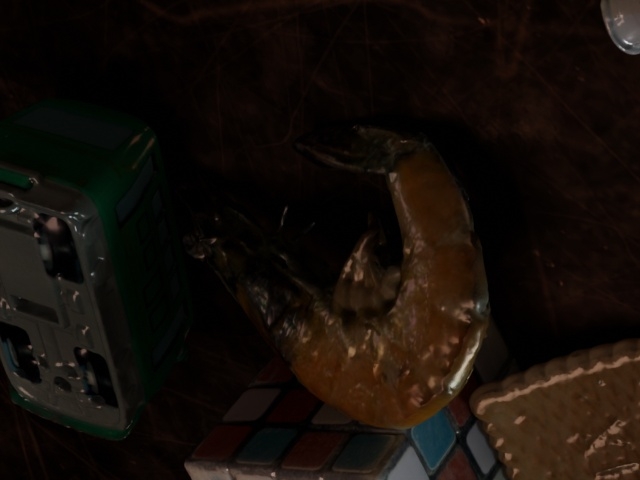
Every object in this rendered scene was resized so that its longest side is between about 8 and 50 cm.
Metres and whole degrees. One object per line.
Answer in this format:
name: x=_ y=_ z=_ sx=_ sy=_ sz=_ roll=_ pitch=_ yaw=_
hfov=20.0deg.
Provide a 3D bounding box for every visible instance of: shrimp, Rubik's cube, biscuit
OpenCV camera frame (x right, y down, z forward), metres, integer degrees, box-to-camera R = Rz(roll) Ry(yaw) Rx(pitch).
shrimp: x=0.000 y=0.000 z=1.715 sx=0.445 sy=0.085 sz=0.272 roll=31 pitch=111 yaw=45
Rubik's cube: x=0.066 y=0.239 z=1.820 sx=0.256 sy=0.253 sz=0.259 roll=-3 pitch=126 yaw=42
biscuit: x=0.297 y=0.234 z=1.741 sx=0.217 sy=0.044 sz=0.325 roll=-19 pitch=116 yaw=23

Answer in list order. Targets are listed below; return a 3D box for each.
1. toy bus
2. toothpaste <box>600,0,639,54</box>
toy bus: x=-0.250 y=0.020 z=1.914 sx=0.184 sy=0.199 sz=0.343 roll=16 pitch=137 yaw=24
toothpaste: x=0.340 y=-0.197 z=1.300 sx=0.299 sy=0.073 sz=0.114 roll=-12 pitch=145 yaw=45
